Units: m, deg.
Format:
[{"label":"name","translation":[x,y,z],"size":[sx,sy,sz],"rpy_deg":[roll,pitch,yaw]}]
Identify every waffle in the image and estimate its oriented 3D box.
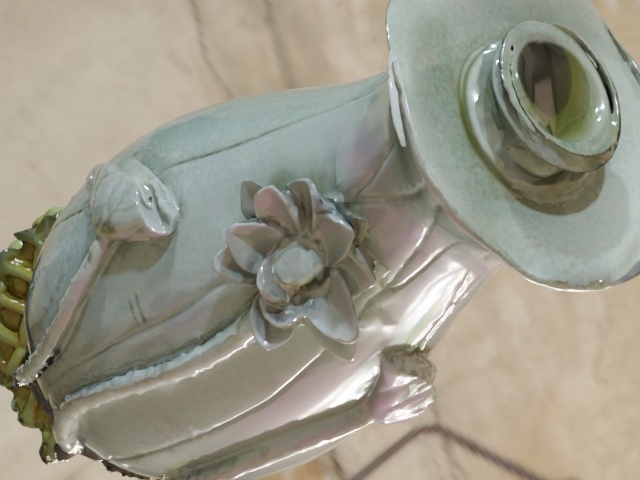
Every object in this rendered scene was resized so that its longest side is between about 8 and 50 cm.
[{"label":"waffle","translation":[-0.191,0.073,1.388],"size":[0.208,0.214,0.054],"rpy_deg":[66,25,-3]}]

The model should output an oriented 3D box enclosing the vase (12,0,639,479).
[{"label":"vase","translation":[0.000,0.000,0.979],"size":[0.250,0.250,0.445],"rpy_deg":[54,-39,-3]}]
